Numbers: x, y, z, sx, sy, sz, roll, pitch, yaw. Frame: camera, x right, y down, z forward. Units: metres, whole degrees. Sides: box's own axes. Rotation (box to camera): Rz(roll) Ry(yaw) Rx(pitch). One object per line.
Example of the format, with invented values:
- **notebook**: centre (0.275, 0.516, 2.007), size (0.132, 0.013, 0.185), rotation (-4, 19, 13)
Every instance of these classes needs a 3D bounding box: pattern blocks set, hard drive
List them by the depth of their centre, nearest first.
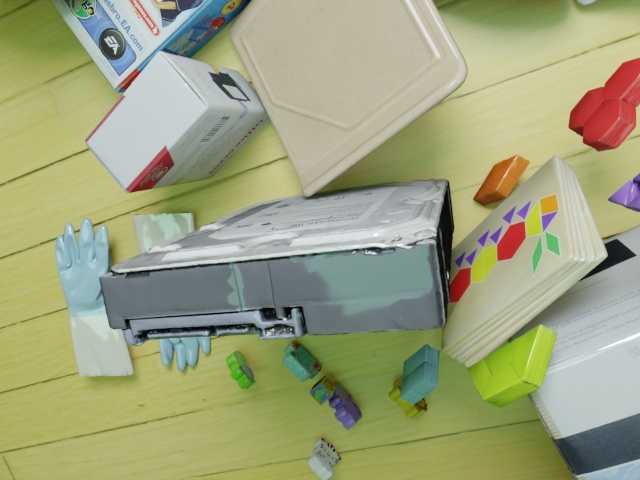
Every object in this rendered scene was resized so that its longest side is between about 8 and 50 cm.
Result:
- **pattern blocks set**: centre (0.177, 0.017, 0.502), size (0.026, 0.285, 0.325), rotation (27, 144, -10)
- **hard drive**: centre (0.000, 0.000, 0.502), size (0.237, 0.339, 0.064), rotation (-6, 101, 17)

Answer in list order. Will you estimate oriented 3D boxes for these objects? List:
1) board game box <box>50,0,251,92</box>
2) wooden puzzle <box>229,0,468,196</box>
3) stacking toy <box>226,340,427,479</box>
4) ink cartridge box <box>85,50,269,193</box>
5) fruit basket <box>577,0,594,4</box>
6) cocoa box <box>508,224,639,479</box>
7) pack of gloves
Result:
- **board game box**: centre (-0.192, -0.379, 0.593), size (0.302, 0.086, 0.308), rotation (-34, 93, 19)
- **wooden puzzle**: centre (0.015, -0.196, 0.553), size (0.221, 0.044, 0.238), rotation (-32, 75, 40)
- **stacking toy**: centre (0.002, 0.182, 0.701), size (0.167, 0.052, 0.221), rotation (-43, 88, 18)
- **ink cartridge box**: centre (-0.145, -0.125, 0.596), size (0.127, 0.175, 0.072), rotation (-42, 88, 19)
- **fruit basket**: centre (0.307, -0.407, 0.388), size (0.327, 0.165, 0.353), rotation (-5, 114, 54)
- **cocoa box**: centre (0.376, 0.101, 0.486), size (0.347, 0.231, 0.228), rotation (-29, 96, 19)
- **pack of gloves**: centre (-0.252, 0.073, 0.751), size (0.195, 0.046, 0.232), rotation (-3, 106, 3)
